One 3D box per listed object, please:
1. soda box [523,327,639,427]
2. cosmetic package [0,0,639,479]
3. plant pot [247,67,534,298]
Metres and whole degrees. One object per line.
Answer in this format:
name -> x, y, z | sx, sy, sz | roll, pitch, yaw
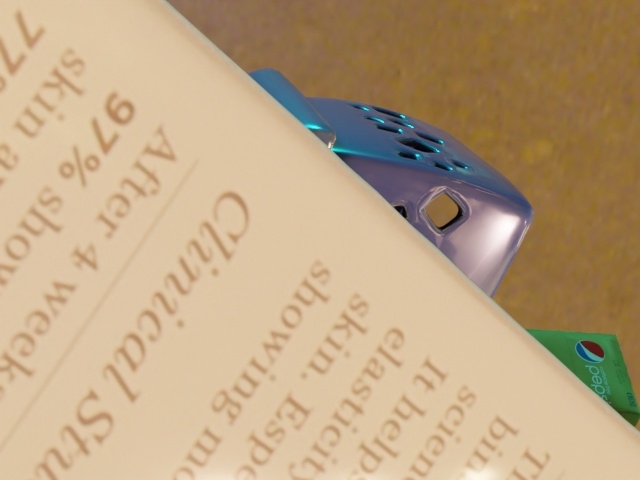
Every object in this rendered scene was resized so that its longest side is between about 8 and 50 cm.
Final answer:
soda box -> 0.121, 0.133, 1.107 | 0.058, 0.181, 0.061 | 4, 44, -14
cosmetic package -> -0.173, 0.074, 0.612 | 0.329, 0.393, 0.327 | -55, 32, -11
plant pot -> 0.000, 0.000, 1.566 | 0.212, 0.236, 0.236 | 24, 11, -21
